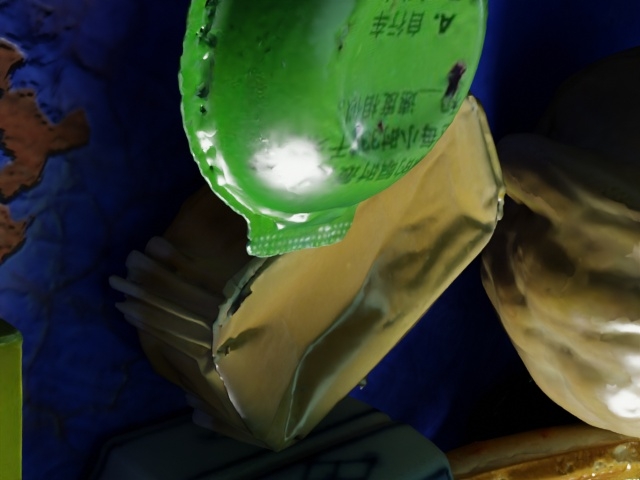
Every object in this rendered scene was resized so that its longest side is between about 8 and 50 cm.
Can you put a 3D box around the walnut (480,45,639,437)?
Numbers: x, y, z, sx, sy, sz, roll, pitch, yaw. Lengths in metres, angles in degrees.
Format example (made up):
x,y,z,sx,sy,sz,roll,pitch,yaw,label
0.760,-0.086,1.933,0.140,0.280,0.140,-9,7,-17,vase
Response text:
x,y,z,sx,sy,sz,roll,pitch,yaw,label
0.254,-0.004,0.846,0.285,0.285,0.296,6,111,-51,walnut

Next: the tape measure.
x,y,z,sx,sy,sz,roll,pitch,yaw,label
0.199,0.211,1.025,0.186,0.112,0.199,29,85,-50,tape measure

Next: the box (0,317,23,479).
x,y,z,sx,sy,sz,roll,pitch,yaw,label
-0.229,0.198,0.561,0.173,0.043,0.311,-17,121,-45,box

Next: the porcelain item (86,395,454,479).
x,y,z,sx,sy,sz,roll,pitch,yaw,label
-0.040,0.250,0.724,0.285,0.157,0.281,-9,117,-47,porcelain item

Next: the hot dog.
x,y,z,sx,sy,sz,roll,pitch,yaw,label
0.147,0.194,0.894,0.250,0.076,0.104,-14,115,-4,hot dog

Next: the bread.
x,y,z,sx,sy,sz,roll,pitch,yaw,label
0.000,0.000,0.677,0.241,0.107,0.136,-46,135,-25,bread

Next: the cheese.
x,y,z,sx,sy,sz,roll,pitch,yaw,label
0.023,-0.140,0.520,0.204,0.083,0.321,-11,121,-47,cheese
